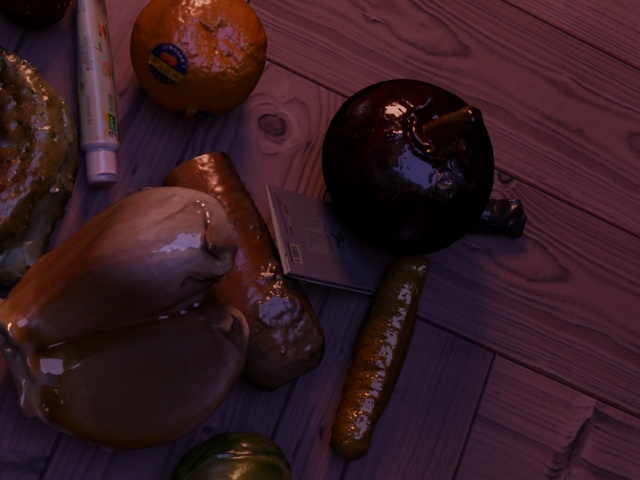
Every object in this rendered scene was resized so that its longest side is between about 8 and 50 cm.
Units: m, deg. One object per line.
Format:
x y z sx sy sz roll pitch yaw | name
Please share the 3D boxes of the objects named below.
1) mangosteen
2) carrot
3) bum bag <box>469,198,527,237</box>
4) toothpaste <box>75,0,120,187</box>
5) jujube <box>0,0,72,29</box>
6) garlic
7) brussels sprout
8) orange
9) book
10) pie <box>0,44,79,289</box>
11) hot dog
0.125 -0.109 1.594 0.235 0.261 0.235 8 65 -18 | mangosteen
-0.103 0.044 1.569 0.139 0.139 0.302 -25 78 -20 | carrot
0.228 -0.035 1.731 0.124 0.034 0.058 3 90 -16 | bum bag
-0.290 -0.226 1.605 0.056 0.058 0.314 1 78 -31 | toothpaste
-0.363 -0.334 1.548 0.112 0.176 0.109 8 71 -9 | jujube
-0.220 0.087 1.453 0.313 0.249 0.286 -25 72 3 | garlic
-0.115 0.310 1.499 0.183 0.145 0.131 -26 59 -26 | brussels sprout
-0.158 -0.244 1.601 0.177 0.155 0.177 1 85 -13 | orange
0.000 0.000 1.601 0.182 0.014 0.127 14 55 -51 | book
-0.453 -0.105 1.508 0.355 0.103 0.288 39 67 -5 | pie
0.076 0.148 1.624 0.068 0.083 0.289 20 71 8 | hot dog
